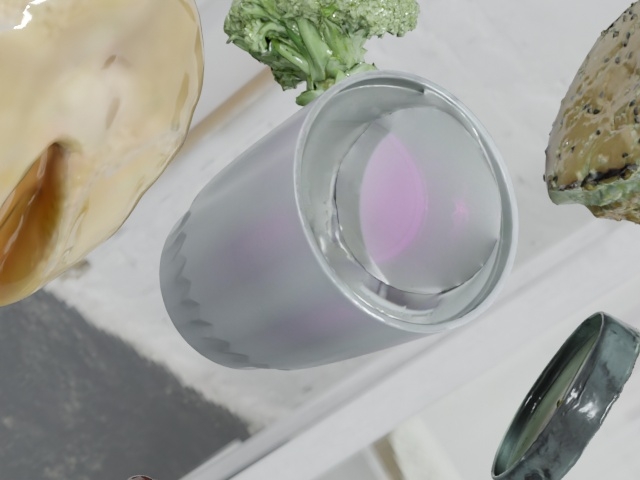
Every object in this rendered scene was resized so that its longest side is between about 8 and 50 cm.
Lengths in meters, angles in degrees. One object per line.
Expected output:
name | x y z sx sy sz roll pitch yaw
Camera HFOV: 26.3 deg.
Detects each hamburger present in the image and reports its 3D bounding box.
hamburger | 0.426 -0.154 1.627 0.195 0.318 0.277 25 64 -26

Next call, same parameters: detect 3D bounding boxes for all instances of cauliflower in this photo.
cauliflower | 0.007 -0.258 1.784 0.275 0.272 0.250 10 73 -77

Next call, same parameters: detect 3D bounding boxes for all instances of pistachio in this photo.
pistachio | -0.198 -0.081 0.700 0.230 0.309 0.230 19 65 -48

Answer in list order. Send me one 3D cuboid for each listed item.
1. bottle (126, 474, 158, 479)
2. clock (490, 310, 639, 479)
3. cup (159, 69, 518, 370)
bottle | -0.159 0.240 1.145 0.063 0.101 0.047 16 25 -15
clock | 0.260 0.176 1.468 0.049 0.226 0.226 33 30 0
cup | 0.000 0.000 1.389 0.253 0.371 0.253 11 70 -31
